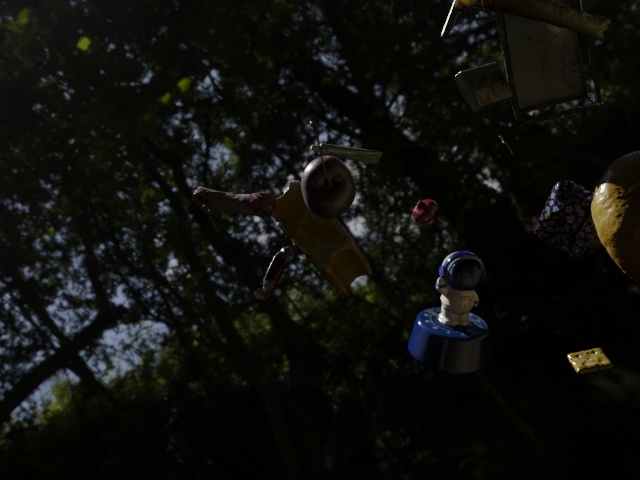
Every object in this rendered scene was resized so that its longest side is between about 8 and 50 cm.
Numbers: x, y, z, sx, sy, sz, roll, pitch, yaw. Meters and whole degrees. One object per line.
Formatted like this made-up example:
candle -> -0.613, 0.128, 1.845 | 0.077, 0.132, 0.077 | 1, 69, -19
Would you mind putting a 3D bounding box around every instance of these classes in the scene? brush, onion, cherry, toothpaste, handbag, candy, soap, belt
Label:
brush -> 0.401, -0.690, 1.925 | 0.034, 0.027, 0.190 | -76, 5, -80
onion -> 0.400, -0.113, 2.503 | 0.107, 0.097, 0.107 | -36, 20, 16
cherry -> 0.015, -0.139, 1.354 | 0.115, 0.188, 0.148 | -17, -6, 42
toothpaste -> 0.069, -0.231, 1.724 | 0.048, 0.197, 0.029 | 120, 150, -50
handbag -> 0.815, -0.068, 2.084 | 0.127, 0.208, 0.229 | -6, -57, -45
candy -> -0.122, 0.082, 1.742 | 0.175, 0.045, 0.043 | -63, -1, -28
soap -> 0.000, 0.000, 1.986 | 0.156, 0.293, 0.335 | -39, -23, 0
belt -> -0.236, -0.104, 1.810 | 0.071, 0.232, 0.053 | 85, -164, -53

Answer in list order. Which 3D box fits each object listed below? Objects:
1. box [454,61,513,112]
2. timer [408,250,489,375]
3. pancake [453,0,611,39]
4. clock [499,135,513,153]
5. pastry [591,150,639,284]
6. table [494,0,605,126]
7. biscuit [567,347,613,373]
box -> 0.454, -0.425, 1.806 | 0.177, 0.115, 0.036 | -25, -2, -40
timer -> 0.443, 0.216, 2.148 | 0.270, 0.270, 0.383 | -28, -52, -55
pancake -> 0.450, -0.500, 1.439 | 0.197, 0.376, 0.054 | 0, -66, -44
clock -> 0.595, -0.308, 2.102 | 0.010, 0.074, 0.083 | -36, -11, 18
pastry -> 0.804, -0.054, 1.548 | 0.356, 0.356, 0.164 | -46, 4, -30
table -> 0.605, -0.507, 1.762 | 0.272, 0.222, 0.335 | -53, -51, -66
biscuit -> 0.634, 0.283, 1.541 | 0.081, 0.083, 0.018 | -81, -23, -69
